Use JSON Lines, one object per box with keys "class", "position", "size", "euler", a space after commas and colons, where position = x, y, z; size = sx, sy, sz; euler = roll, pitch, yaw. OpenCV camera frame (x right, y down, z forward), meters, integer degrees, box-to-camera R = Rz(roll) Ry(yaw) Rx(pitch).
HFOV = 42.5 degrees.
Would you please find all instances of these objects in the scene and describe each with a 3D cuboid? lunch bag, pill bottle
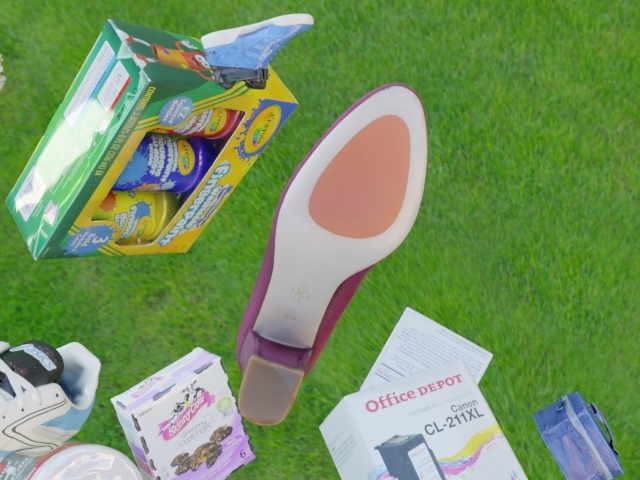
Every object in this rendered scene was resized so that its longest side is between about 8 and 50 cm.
{"class": "lunch bag", "position": [0.275, 0.208, 0.871], "size": [0.065, 0.067, 0.098], "euler": [-30, 99, 11]}
{"class": "pill bottle", "position": [-0.399, 0.388, 1.241], "size": [0.318, 0.176, 0.176], "euler": [-14, 59, 55]}

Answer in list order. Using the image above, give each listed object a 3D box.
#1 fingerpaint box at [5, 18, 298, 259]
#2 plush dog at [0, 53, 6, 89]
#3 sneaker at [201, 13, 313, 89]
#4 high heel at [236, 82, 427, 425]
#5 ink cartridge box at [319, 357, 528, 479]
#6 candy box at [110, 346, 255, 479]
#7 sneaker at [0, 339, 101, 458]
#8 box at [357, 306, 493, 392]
{"class": "fingerpaint box", "position": [-0.316, -0.164, 1.554], "size": [0.445, 0.371, 0.163], "euler": [-48, 64, 28]}
{"class": "plush dog", "position": [-0.428, -0.092, 0.747], "size": [0.210, 0.225, 0.262], "euler": [22, 98, -23]}
{"class": "sneaker", "position": [-0.073, -0.242, 1.073], "size": [0.152, 0.058, 0.085], "euler": [-19, 104, -20]}
{"class": "high heel", "position": [0.000, 0.000, 0.862], "size": [0.127, 0.181, 0.377], "euler": [26, 108, -8]}
{"class": "ink cartridge box", "position": [0.095, 0.201, 0.685], "size": [0.127, 0.072, 0.175], "euler": [-13, 63, -27]}
{"class": "candy box", "position": [-0.208, 0.292, 1.270], "size": [0.165, 0.196, 0.070], "euler": [-30, 26, -31]}
{"class": "sneaker", "position": [-0.211, 0.100, 0.505], "size": [0.085, 0.237, 0.086], "euler": [32, 92, 9]}
{"class": "box", "position": [0.133, 0.179, 1.057], "size": [0.126, 0.072, 0.137], "euler": [29, 78, 12]}
